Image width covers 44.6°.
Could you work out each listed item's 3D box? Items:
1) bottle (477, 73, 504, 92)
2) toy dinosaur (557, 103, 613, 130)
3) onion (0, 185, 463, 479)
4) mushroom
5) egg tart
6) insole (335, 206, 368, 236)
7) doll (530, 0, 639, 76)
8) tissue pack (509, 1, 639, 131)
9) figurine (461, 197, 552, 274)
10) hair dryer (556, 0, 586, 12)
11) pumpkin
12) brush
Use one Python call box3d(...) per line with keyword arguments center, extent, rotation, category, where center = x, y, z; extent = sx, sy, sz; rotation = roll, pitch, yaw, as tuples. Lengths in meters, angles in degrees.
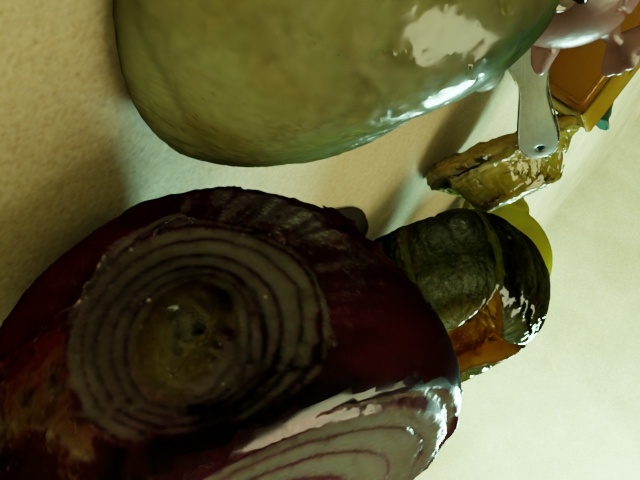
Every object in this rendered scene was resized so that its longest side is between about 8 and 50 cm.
box3d(center=(0.160, -0.209, 0.862), extent=(0.060, 0.060, 0.217), rotation=(-56, 163, 14), category="bottle")
box3d(center=(0.560, -0.384, 1.465), extent=(0.330, 0.129, 0.383), rotation=(-56, 163, -21), category="toy dinosaur")
box3d(center=(-0.088, 0.094, 0.552), extent=(0.337, 0.260, 0.282), rotation=(-29, 151, -6), category="onion")
box3d(center=(0.030, -0.123, 0.523), extent=(0.292, 0.212, 0.217), rotation=(-41, 153, -46), category="mushroom")
box3d(center=(0.274, -0.108, 1.146), extent=(0.241, 0.105, 0.241), rotation=(-21, 177, -1), category="egg tart")
box3d(center=(0.000, 0.000, 0.976), extent=(0.111, 0.007, 0.328), rotation=(-56, 162, 10), category="insole")
box3d(center=(0.229, -0.254, 0.727), extent=(0.211, 0.262, 0.093), rotation=(-41, -150, 29), category="doll")
box3d(center=(0.416, -0.318, 1.134), extent=(0.274, 0.145, 0.194), rotation=(-54, 160, 12), category="tissue pack")
box3d(center=(0.297, 0.070, 1.456), extent=(0.340, 0.231, 0.323), rotation=(-37, 116, -26), category="figurine")
box3d(center=(0.148, -0.199, 0.605), extent=(0.064, 0.182, 0.117), rotation=(35, 90, -29), category="hair dryer")
box3d(center=(0.184, 0.090, 1.160), extent=(0.321, 0.192, 0.320), rotation=(-6, 141, -5), category="pumpkin")
box3d(center=(0.243, -0.218, 0.911), extent=(0.327, 0.070, 0.065), rotation=(62, 24, -51), category="brush")
